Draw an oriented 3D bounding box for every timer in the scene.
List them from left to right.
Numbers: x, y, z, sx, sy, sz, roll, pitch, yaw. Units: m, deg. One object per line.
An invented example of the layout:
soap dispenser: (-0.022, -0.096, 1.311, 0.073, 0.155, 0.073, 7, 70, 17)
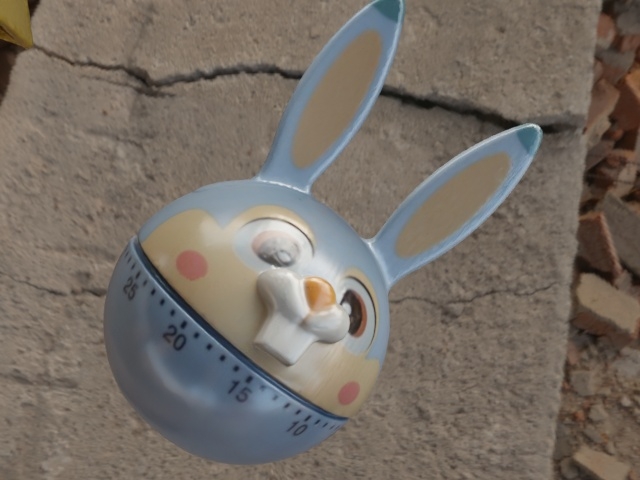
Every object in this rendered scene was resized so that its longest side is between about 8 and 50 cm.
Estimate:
timer: (-0.007, 0.014, 0.410, 0.255, 0.175, 0.175, -43, 79, 24)

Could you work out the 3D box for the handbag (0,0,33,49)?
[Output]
handbag: (-0.294, -0.275, 0.423, 0.133, 0.401, 0.282, -14, 86, -1)
